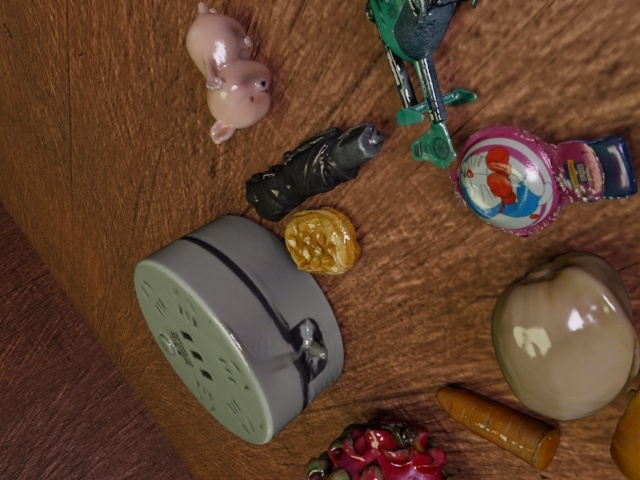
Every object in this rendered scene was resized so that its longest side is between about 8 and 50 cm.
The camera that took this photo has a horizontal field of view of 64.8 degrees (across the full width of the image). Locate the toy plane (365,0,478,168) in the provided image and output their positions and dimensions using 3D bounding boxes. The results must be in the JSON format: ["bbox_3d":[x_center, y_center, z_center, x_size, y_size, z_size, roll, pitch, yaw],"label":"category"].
[{"bbox_3d":[0.069,-0.166,0.384,0.096,0.060,0.235,6,120,58],"label":"toy plane"}]

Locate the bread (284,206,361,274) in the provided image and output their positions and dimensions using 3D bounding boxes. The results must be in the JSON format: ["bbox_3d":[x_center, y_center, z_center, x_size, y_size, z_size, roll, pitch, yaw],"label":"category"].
[{"bbox_3d":[0.000,0.000,0.620,0.110,0.044,0.083,-3,112,50],"label":"bread"}]

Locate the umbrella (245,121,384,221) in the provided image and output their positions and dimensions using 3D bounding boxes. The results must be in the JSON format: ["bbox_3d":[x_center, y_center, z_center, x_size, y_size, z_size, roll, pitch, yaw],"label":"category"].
[{"bbox_3d":[-0.011,-0.073,0.563,0.066,0.059,0.235,42,149,-21],"label":"umbrella"}]

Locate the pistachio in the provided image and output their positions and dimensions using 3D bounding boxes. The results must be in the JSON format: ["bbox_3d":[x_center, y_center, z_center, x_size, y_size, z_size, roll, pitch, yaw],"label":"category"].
[{"bbox_3d":[0.191,0.078,0.396,0.113,0.113,0.149,12,135,46],"label":"pistachio"}]

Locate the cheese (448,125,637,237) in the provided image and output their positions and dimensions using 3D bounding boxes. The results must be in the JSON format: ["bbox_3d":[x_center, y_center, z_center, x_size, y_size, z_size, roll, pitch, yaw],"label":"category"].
[{"bbox_3d":[0.161,-0.046,0.387,0.145,0.038,0.095,-4,114,53],"label":"cheese"}]

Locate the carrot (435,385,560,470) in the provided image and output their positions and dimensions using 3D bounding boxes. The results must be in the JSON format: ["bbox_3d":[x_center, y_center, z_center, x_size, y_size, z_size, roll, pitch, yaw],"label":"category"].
[{"bbox_3d":[0.183,0.197,0.554,0.139,0.048,0.048,17,130,44],"label":"carrot"}]

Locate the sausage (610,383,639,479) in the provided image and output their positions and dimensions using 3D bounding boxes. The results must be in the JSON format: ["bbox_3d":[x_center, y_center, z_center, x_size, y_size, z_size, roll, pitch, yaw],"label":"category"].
[{"bbox_3d":[0.348,0.177,0.284,0.328,0.112,0.112,24,135,37],"label":"sausage"}]

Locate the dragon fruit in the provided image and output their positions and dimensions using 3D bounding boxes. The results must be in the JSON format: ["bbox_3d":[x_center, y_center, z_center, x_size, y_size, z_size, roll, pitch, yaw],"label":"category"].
[{"bbox_3d":[0.078,0.353,0.704,0.273,0.218,0.199,137,143,-60],"label":"dragon fruit"}]

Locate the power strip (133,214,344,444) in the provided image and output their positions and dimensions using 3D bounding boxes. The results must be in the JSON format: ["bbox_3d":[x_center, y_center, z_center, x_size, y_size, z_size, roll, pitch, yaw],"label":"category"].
[{"bbox_3d":[-0.129,0.140,0.787,0.357,0.161,0.358,31,139,32],"label":"power strip"}]

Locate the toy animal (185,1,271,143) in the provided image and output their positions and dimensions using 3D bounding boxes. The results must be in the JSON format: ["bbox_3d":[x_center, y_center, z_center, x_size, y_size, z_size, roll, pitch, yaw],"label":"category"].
[{"bbox_3d":[-0.101,-0.188,0.560,0.089,0.083,0.150,0,107,65],"label":"toy animal"}]
